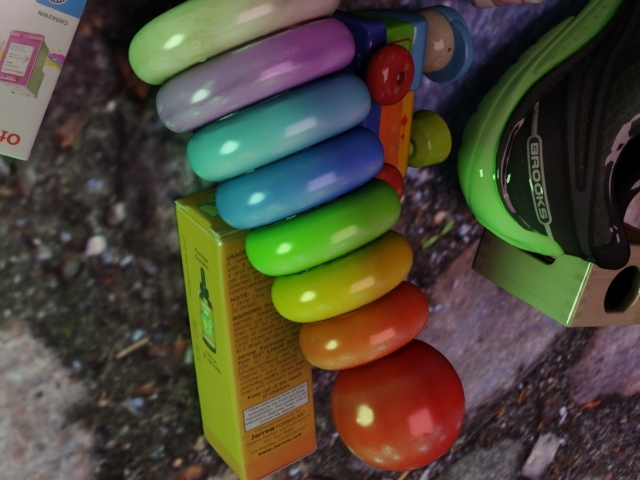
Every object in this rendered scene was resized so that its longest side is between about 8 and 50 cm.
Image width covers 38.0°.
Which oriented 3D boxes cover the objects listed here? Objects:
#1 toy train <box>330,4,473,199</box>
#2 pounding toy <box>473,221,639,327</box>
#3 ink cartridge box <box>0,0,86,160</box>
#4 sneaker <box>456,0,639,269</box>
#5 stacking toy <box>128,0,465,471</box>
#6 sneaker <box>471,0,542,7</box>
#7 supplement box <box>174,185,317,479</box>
[{"bbox_3d":[0.047,-0.061,0.731,0.143,0.105,0.247,-23,126,-42],"label":"toy train"},{"bbox_3d":[0.290,0.024,0.891,0.206,0.181,0.094,2,112,-37],"label":"pounding toy"},{"bbox_3d":[-0.198,-0.117,0.541,0.089,0.052,0.122,14,105,-41],"label":"ink cartridge box"},{"bbox_3d":[0.326,-0.173,0.781,0.482,0.202,0.185,-53,151,3],"label":"sneaker"},{"bbox_3d":[0.000,0.000,0.605,0.141,0.141,0.330,-25,98,-24],"label":"stacking toy"},{"bbox_3d":[0.161,-0.222,0.762,0.134,0.070,0.050,-39,128,-53],"label":"sneaker"},{"bbox_3d":[-0.056,0.073,0.731,0.080,0.078,0.233,-22,125,-26],"label":"supplement box"}]
